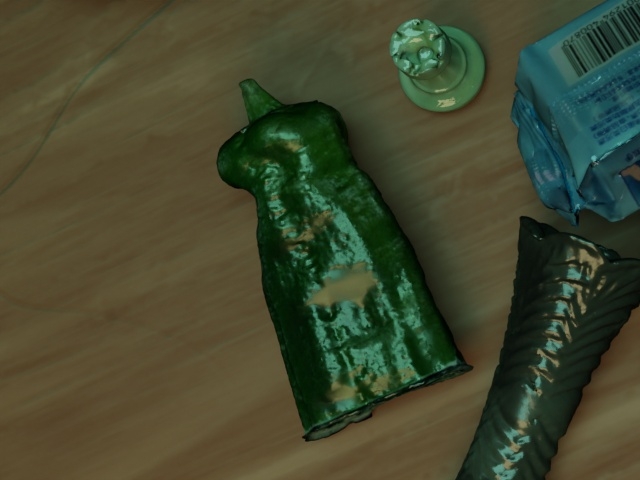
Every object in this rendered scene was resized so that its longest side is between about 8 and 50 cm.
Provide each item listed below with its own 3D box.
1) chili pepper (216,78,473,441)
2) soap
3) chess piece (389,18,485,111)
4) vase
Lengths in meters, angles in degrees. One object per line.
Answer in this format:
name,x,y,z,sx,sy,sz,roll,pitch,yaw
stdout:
chili pepper,0.000,0.000,1.352,0.136,0.099,0.270,-30,76,39
soap,0.269,-0.129,1.271,0.293,0.077,0.156,-29,42,10
chess piece,0.083,-0.134,1.341,0.067,0.103,0.067,-2,84,15
vase,0.153,0.111,1.303,0.115,0.115,0.237,22,93,16
